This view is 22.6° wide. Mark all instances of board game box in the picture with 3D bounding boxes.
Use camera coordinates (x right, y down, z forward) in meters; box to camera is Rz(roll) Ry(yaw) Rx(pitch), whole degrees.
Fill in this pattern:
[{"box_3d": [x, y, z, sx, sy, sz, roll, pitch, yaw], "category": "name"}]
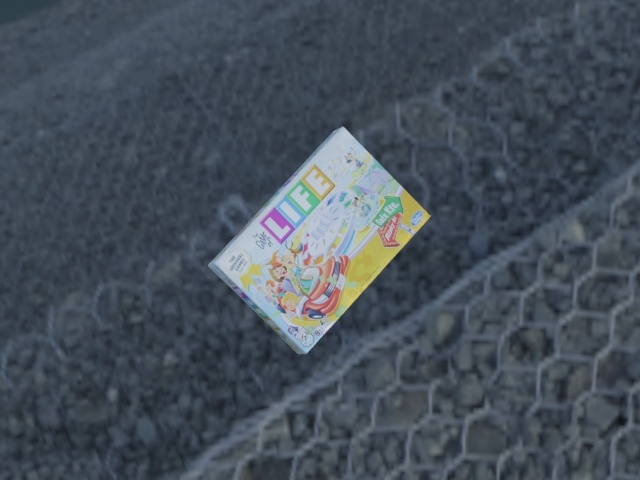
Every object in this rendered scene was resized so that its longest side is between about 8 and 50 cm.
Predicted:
[{"box_3d": [0.000, 0.000, 1.278, 0.103, 0.026, 0.154, 45, 75, -9], "category": "board game box"}]
